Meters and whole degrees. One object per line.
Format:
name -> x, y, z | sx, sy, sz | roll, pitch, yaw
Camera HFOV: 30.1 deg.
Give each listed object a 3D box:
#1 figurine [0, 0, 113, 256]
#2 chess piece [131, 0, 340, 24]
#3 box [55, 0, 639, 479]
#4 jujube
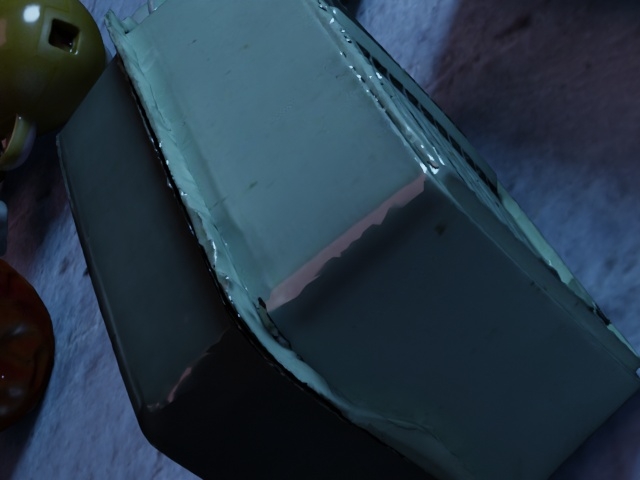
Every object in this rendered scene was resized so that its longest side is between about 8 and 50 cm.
figurine -> -0.303, -0.153, 1.112 | 0.285, 0.167, 0.342 | -20, 83, 54
chess piece -> -0.086, -0.180, 0.900 | 0.271, 0.139, 0.139 | -32, 45, 55
box -> 0.000, 0.000, 0.572 | 0.166, 0.220, 0.290 | -41, 39, 10
jujube -> -0.338, 0.074, 0.948 | 0.174, 0.250, 0.174 | -30, 51, 45
